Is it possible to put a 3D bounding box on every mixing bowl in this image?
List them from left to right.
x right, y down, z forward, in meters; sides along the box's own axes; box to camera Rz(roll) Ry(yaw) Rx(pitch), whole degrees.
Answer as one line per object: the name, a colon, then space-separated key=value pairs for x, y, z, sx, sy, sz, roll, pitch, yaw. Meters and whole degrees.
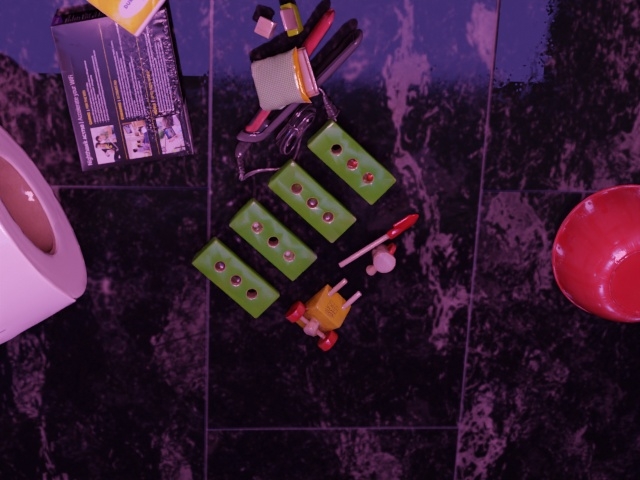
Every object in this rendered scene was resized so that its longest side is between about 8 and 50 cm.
mixing bowl: x=0.384 y=0.032 z=1.751 sx=0.181 sy=0.098 sz=0.181 roll=-2 pitch=112 yaw=-4

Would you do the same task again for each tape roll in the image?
tape roll: x=-0.397 y=-0.002 z=1.584 sx=0.169 sy=0.246 sz=0.246 roll=-29 pitch=112 yaw=7

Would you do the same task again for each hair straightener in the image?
hair straightener: x=-0.020 y=-0.155 z=1.661 sx=0.089 sy=0.047 sz=0.230 roll=32 pitch=106 yaw=-16

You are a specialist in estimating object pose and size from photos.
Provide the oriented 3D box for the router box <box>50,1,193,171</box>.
router box: x=-0.226 y=-0.177 z=1.633 sx=0.133 sy=0.046 sz=0.179 roll=-9 pitch=113 yaw=-1

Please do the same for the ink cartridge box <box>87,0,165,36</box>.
ink cartridge box: x=-0.218 y=-0.414 z=1.419 sx=0.307 sy=0.072 sz=0.304 roll=34 pitch=113 yaw=-16

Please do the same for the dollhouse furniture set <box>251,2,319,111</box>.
dollhouse furniture set: x=-0.059 y=-0.220 z=1.598 sx=0.076 sy=0.058 sz=0.152 roll=-14 pitch=97 yaw=23

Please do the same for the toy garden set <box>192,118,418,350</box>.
toy garden set: x=0.000 y=0.000 z=1.728 sx=0.204 sy=0.049 sz=0.244 roll=42 pitch=104 yaw=-17
